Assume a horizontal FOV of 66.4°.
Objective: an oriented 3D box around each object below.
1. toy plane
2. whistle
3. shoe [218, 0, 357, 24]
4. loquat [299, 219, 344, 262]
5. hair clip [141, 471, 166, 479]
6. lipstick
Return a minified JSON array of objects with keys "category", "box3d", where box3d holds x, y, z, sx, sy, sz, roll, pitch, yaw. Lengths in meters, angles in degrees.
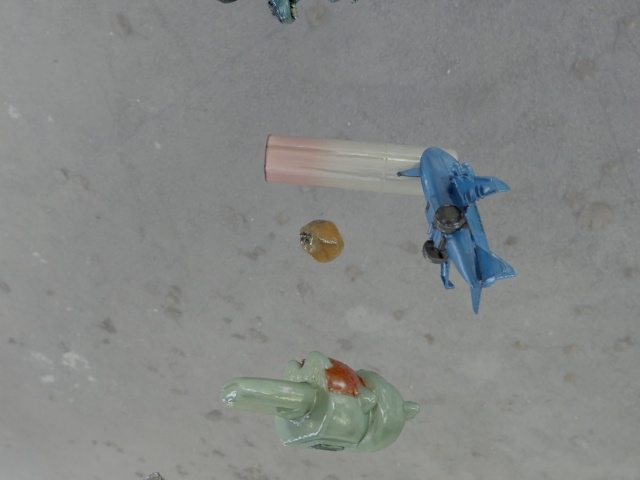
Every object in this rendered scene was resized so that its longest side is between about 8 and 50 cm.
[{"category":"toy plane","box3d":[0.196,-0.037,0.726,0.105,0.271,0.254,-13,147,-11]},{"category":"whistle","box3d":[0.008,0.180,0.536,0.253,0.105,0.101,21,112,-35]},{"category":"shoe","box3d":[-0.054,-0.338,0.634,0.207,0.091,0.105,-2,98,13]},{"category":"loquat","box3d":[0.000,0.000,1.371,0.113,0.137,0.137,-36,109,28]},{"category":"hair clip","box3d":[-0.293,0.453,0.899,0.054,0.022,0.137,46,137,-3]},{"category":"lipstick","box3d":[0.069,-0.132,0.866,0.327,0.087,0.087,5,129,0]}]
